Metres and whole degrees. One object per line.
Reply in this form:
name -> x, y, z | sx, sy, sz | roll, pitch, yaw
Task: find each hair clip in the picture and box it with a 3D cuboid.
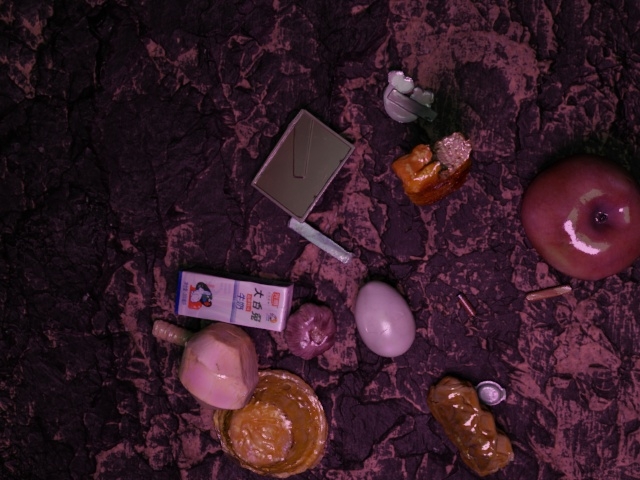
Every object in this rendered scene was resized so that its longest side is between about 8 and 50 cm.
hair clip -> 0.232, -0.366, 1.508 | 0.172, 0.049, 0.116 | 33, 94, 9

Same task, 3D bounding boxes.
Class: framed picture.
framed picture -> -0.050, -0.202, 1.551 | 0.189, 0.023, 0.259 | 37, 100, 9

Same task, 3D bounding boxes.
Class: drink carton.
drink carton -> -0.239, 0.163, 1.596 | 0.315, 0.106, 0.130 | 9, 97, 9

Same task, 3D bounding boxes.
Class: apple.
apple -> 0.631, -0.058, 1.362 | 0.306, 0.235, 0.305 | 0, 92, 9

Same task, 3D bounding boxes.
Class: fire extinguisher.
fire extinguisher -> 0.393, 0.180, 1.526 | 0.028, 0.022, 0.083 | -34, 88, -26

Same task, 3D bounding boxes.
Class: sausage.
sausage -> 0.594, 0.138, 1.488 | 0.116, 0.026, 0.026 | -15, 91, 12

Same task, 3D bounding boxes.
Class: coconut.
coconut -> -0.274, 0.347, 1.515 | 0.198, 0.237, 0.236 | 14, 98, -35

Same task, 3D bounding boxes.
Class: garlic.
garlic -> -0.024, 0.249, 1.559 | 0.147, 0.102, 0.159 | 32, 89, -12

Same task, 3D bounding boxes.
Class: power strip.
power strip -> -0.010, -0.249, 1.567 | 0.076, 0.028, 0.168 | -17, 89, 11

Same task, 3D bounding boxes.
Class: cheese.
cheese -> 0.435, 0.410, 1.533 | 0.121, 0.026, 0.067 | 0, 95, 18

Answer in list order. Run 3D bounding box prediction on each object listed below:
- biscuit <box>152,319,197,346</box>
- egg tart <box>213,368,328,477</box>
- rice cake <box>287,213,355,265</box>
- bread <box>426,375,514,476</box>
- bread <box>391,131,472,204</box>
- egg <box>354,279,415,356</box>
biscuit -> -0.381, 0.285, 1.654 | 0.219, 0.055, 0.061 | 15, 113, 8
egg tart -> -0.149, 0.523, 1.592 | 0.342, 0.132, 0.340 | 1, 94, 12
rice cake -> 0.000, 0.000, 1.579 | 0.211, 0.034, 0.043 | 34, 90, 7
bread -> 0.385, 0.479, 1.490 | 0.152, 0.130, 0.267 | -36, 86, 43
bread -> 0.276, -0.167, 1.345 | 0.185, 0.380, 0.109 | -28, 82, 11
egg -> 0.167, 0.205, 1.504 | 0.151, 0.151, 0.209 | -24, 87, 11
